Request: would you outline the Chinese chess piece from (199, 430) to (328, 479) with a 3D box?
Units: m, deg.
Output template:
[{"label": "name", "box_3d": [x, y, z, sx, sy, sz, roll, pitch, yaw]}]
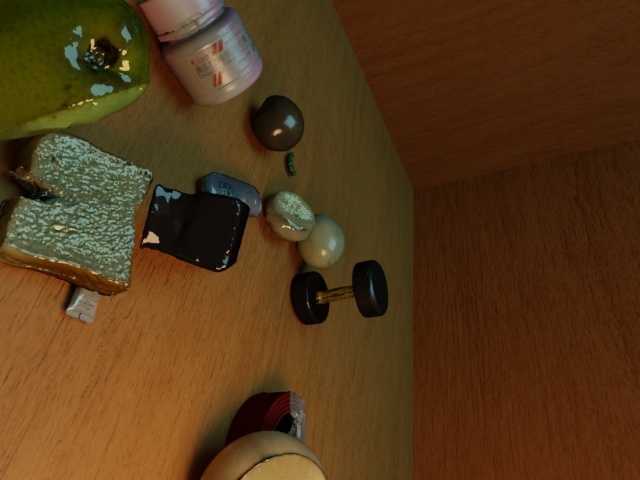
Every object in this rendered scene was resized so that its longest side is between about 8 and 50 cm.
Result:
[{"label": "Chinese chess piece", "box_3d": [-0.137, 0.637, 1.130, 0.337, 0.140, 0.339, -4, 98, -32]}]

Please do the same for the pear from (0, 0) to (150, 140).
[{"label": "pear", "box_3d": [-0.449, -0.324, 0.816, 0.342, 0.317, 0.239, -59, 137, -56]}]

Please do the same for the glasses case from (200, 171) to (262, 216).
[{"label": "glasses case", "box_3d": [-0.269, -0.135, 1.451, 0.282, 0.067, 0.109, 11, 72, -63]}]

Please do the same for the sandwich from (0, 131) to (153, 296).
[{"label": "sandwich", "box_3d": [-0.468, -0.058, 0.901, 0.248, 0.095, 0.274, 26, 56, -41]}]

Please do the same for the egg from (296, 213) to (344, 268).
[{"label": "egg", "box_3d": [0.000, 0.000, 1.831, 0.187, 0.186, 0.253, 55, 15, -42]}]

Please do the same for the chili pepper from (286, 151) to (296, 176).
[{"label": "chili pepper", "box_3d": [-0.123, -0.316, 1.900, 0.055, 0.035, 0.118, 62, 17, -59]}]

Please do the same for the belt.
[{"label": "belt", "box_3d": [-0.145, 0.563, 1.359, 0.324, 0.115, 0.228, -51, 127, -61]}]

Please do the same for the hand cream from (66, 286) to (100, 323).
[{"label": "hand cream", "box_3d": [-0.466, 0.068, 0.966, 0.067, 0.042, 0.195, 55, 37, -56]}]

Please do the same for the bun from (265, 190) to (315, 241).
[{"label": "bun", "box_3d": [-0.121, -0.075, 1.697, 0.222, 0.127, 0.223, 30, 36, -24]}]

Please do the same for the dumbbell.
[{"label": "dumbbell", "box_3d": [0.072, 0.196, 1.743, 0.203, 0.322, 0.204, 41, 44, -55]}]

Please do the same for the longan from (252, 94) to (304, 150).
[{"label": "longan", "box_3d": [-0.149, -0.419, 1.700, 0.212, 0.197, 0.198, -69, 141, -54]}]

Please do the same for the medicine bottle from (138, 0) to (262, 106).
[{"label": "medicine bottle", "box_3d": [-0.325, -0.557, 1.297, 0.302, 0.240, 0.241, 59, 31, -37]}]

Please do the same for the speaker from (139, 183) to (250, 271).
[{"label": "speaker", "box_3d": [-0.289, -0.034, 1.175, 0.388, 0.183, 0.180, -174, -81, -85]}]
